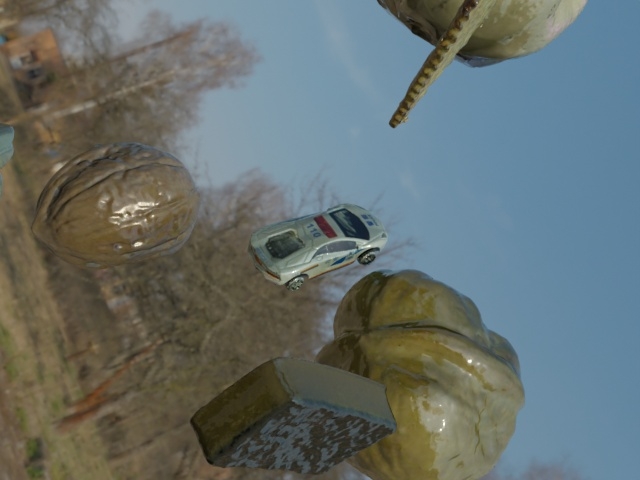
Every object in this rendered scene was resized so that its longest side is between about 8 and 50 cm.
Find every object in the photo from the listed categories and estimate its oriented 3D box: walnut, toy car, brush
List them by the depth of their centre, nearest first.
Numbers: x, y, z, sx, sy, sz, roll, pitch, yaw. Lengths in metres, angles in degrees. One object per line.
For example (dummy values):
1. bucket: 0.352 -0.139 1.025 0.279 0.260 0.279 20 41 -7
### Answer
1. brush: -0.020 0.179 0.880 0.197 0.123 0.059 24 35 -50
2. walnut: -0.270 -0.043 1.178 0.178 0.230 0.178 27 -54 45
3. walnut: 0.128 0.190 1.189 0.253 0.282 0.277 15 -23 47
4. toy car: 0.000 0.000 1.197 0.095 0.205 0.056 53 -32 31

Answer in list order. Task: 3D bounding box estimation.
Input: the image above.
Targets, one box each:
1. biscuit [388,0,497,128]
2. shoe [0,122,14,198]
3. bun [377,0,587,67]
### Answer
1. biscuit: 0.122 -0.180 0.721 0.016 0.144 0.203 38 -18 2
2. shoe: -0.432 -0.065 1.043 0.251 0.103 0.100 -69 151 -61
3. bun: 0.154 -0.282 0.959 0.168 0.273 0.273 -68 -154 9
